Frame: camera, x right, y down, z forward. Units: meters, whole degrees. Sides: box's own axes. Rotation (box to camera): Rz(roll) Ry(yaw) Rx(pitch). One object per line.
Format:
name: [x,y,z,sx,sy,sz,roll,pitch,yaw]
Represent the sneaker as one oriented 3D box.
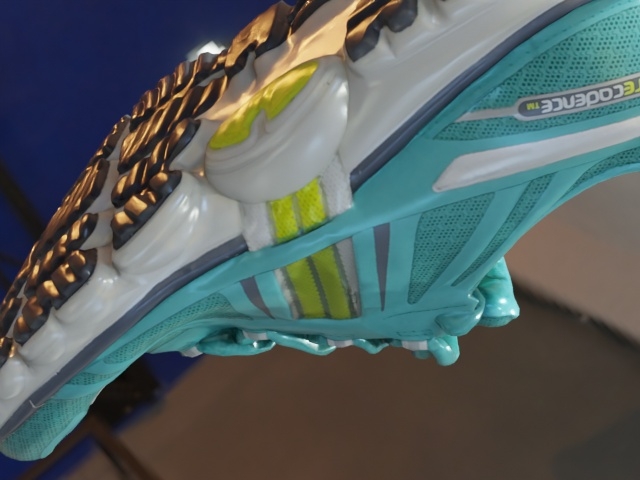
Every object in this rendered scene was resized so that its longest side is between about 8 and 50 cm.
sneaker: [0.000,0.000,0.494,0.275,0.107,0.110,-32,-66,30]
